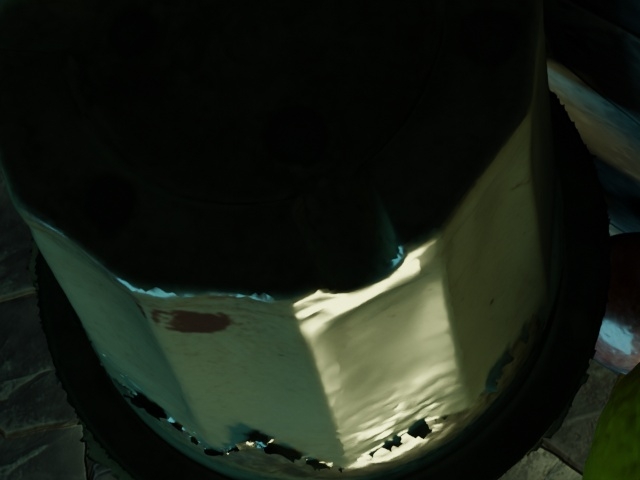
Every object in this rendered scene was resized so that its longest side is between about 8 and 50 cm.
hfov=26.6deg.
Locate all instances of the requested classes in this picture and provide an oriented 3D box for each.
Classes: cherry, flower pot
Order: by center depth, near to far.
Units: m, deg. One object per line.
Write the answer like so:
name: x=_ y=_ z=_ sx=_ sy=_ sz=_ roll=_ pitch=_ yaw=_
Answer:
flower pot: x=-0.016 y=-0.027 z=0.546 sx=0.290 sy=0.290 sz=0.259 roll=34 pitch=169 yaw=15
cherry: x=0.212 y=0.031 z=0.816 sx=0.107 sy=0.090 sz=0.225 roll=27 pitch=166 yaw=3

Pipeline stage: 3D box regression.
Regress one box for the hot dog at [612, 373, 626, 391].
hot dog: x=0.291 y=0.123 z=1.005 sx=0.194 sy=0.107 sz=0.326 roll=-4 pitch=166 yaw=11

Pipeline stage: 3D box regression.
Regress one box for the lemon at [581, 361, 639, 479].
lemon: x=0.238 y=0.138 z=0.659 sx=0.233 sy=0.233 sz=0.288 roll=34 pitch=176 yaw=13
